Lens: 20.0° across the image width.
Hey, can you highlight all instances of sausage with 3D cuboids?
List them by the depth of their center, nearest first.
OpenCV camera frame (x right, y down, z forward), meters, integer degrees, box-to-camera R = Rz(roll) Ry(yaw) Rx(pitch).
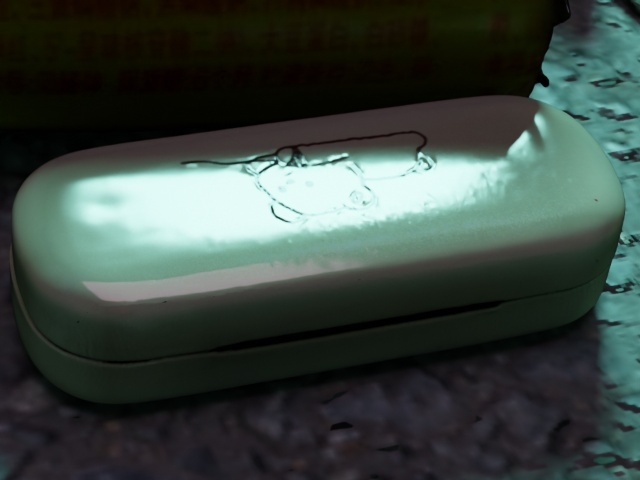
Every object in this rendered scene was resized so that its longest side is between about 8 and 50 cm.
[{"bbox_3d":[-0.072,-0.091,0.623,0.317,0.117,0.125,-5,11,-11],"label":"sausage"}]

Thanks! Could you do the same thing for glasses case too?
[{"bbox_3d":[0.000,0.000,0.579,0.196,0.050,0.083,-10,42,-17],"label":"glasses case"}]

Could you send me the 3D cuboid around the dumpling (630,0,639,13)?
[{"bbox_3d":[0.191,-0.163,0.743,0.153,0.108,0.219,-7,41,-15],"label":"dumpling"}]
